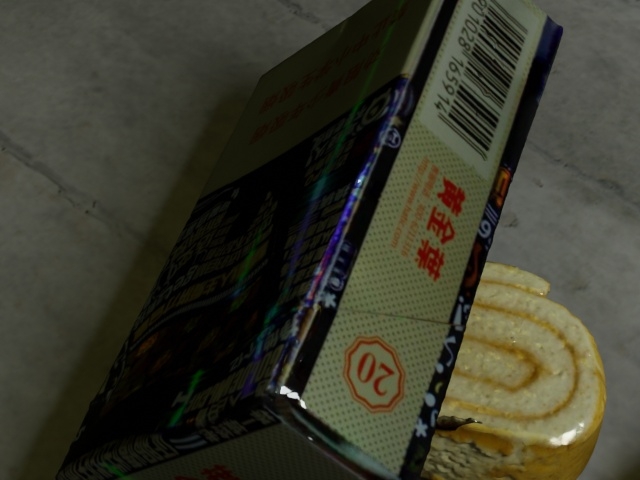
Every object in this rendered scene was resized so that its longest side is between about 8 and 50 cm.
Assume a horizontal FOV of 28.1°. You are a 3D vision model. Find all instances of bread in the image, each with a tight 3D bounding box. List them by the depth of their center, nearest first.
[{"bbox_3d":[0.083,0.069,0.703,0.149,0.073,0.122,12,52,9],"label":"bread"}]

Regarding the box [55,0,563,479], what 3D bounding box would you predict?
[{"bbox_3d":[0.000,0.000,0.674,0.084,0.198,0.310,39,52,-21],"label":"box"}]
